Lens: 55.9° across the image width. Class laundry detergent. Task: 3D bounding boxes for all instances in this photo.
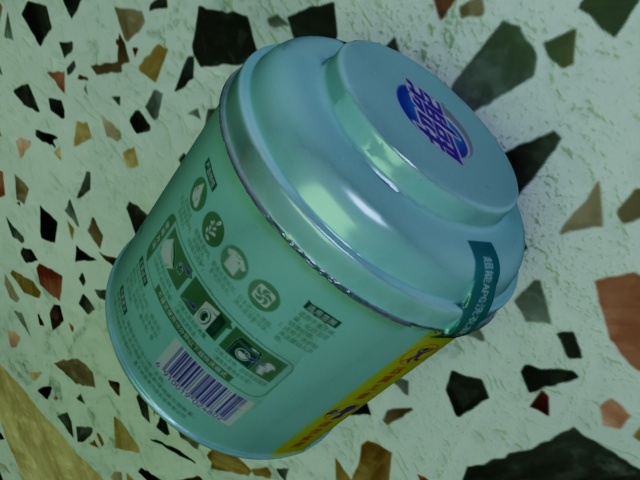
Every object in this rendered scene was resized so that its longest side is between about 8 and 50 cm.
[{"bbox_3d":[0.000,0.000,0.540,0.287,0.287,0.305,49,125,8],"label":"laundry detergent"}]
